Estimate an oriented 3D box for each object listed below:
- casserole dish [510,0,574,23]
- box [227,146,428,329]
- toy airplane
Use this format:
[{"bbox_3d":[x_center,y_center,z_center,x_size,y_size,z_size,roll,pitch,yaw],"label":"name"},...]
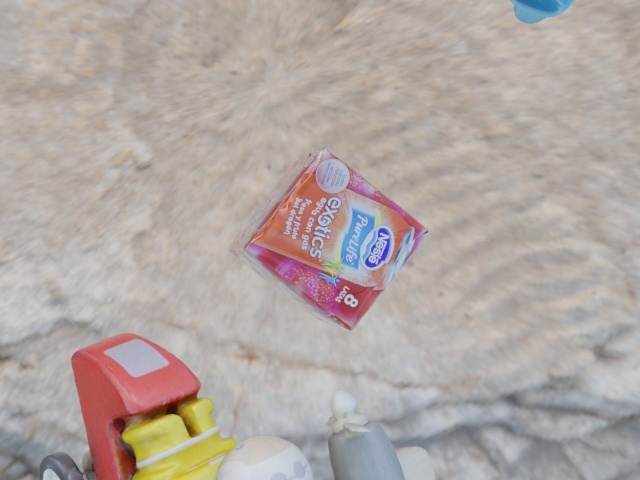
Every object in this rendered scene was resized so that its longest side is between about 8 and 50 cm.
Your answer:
[{"bbox_3d":[0.203,-0.266,1.233,0.037,0.114,0.188,42,111,31],"label":"casserole dish"},{"bbox_3d":[0.000,0.000,1.480,0.128,0.257,0.122,38,85,-6],"label":"box"},{"bbox_3d":[-0.079,0.283,1.365,0.384,0.386,0.272,25,138,-13],"label":"toy airplane"}]
